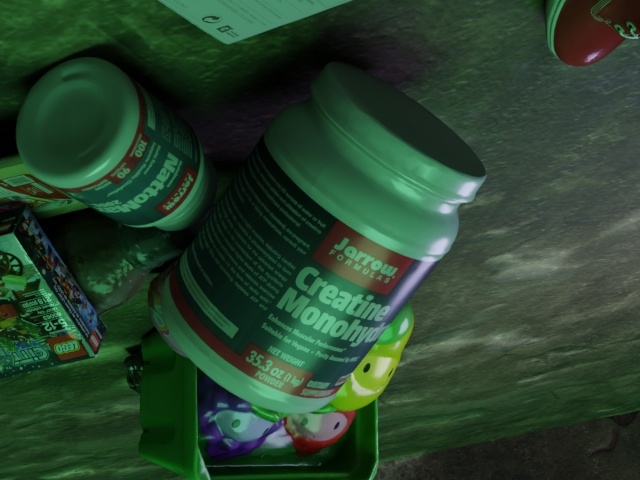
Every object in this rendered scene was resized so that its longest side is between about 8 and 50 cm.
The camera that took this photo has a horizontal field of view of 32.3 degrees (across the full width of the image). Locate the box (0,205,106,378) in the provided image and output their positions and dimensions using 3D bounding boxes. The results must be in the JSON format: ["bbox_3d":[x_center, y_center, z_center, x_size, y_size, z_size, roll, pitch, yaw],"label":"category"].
[{"bbox_3d":[-0.347,0.066,1.064,0.233,0.044,0.159,-14,124,17],"label":"box"}]

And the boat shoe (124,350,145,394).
[{"bbox_3d":[-0.258,0.196,1.612,0.049,0.056,0.152,-6,148,-7],"label":"boat shoe"}]

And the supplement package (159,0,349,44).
[{"bbox_3d":[0.001,-0.178,0.505,0.179,0.105,0.105,-16,162,23],"label":"supplement package"}]

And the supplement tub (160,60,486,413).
[{"bbox_3d":[0.000,0.000,0.982,0.191,0.191,0.272,12,120,-48],"label":"supplement tub"}]

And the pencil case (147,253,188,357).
[{"bbox_3d":[-0.083,0.030,1.223,0.124,0.124,0.284,3,154,-36],"label":"pencil case"}]

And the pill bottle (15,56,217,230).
[{"bbox_3d":[-0.160,-0.071,0.929,0.108,0.108,0.180,-20,158,16],"label":"pill bottle"}]

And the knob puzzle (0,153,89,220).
[{"bbox_3d":[-0.312,-0.043,0.998,0.213,0.030,0.213,-11,169,-2],"label":"knob puzzle"}]

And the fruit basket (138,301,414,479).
[{"bbox_3d":[-0.021,0.193,1.502,0.392,0.283,0.392,0,170,0],"label":"fruit basket"}]

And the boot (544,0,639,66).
[{"bbox_3d":[0.265,-0.165,0.869,0.088,0.176,0.244,-9,159,-18],"label":"boot"}]

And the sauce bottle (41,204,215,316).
[{"bbox_3d":[-0.259,0.036,1.126,0.344,0.111,0.111,-22,157,24],"label":"sauce bottle"}]
